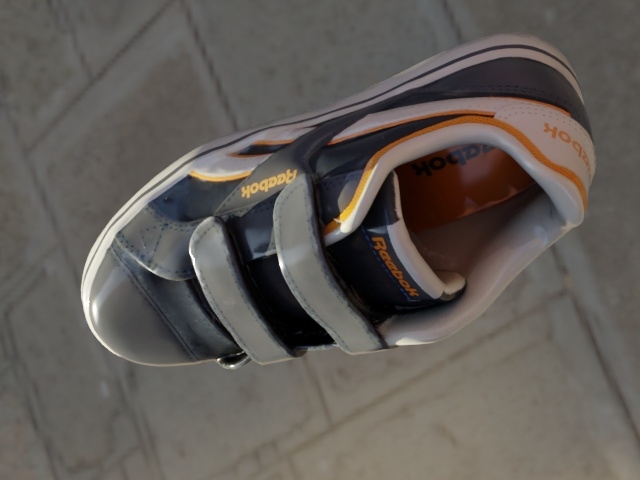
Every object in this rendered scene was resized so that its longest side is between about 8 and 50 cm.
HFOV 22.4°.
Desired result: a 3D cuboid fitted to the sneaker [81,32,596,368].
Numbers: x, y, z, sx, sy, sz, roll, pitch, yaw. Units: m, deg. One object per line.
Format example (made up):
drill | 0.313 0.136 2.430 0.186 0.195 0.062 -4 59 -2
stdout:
sneaker | 0.000 0.000 0.892 0.321 0.127 0.126 -28 122 17
